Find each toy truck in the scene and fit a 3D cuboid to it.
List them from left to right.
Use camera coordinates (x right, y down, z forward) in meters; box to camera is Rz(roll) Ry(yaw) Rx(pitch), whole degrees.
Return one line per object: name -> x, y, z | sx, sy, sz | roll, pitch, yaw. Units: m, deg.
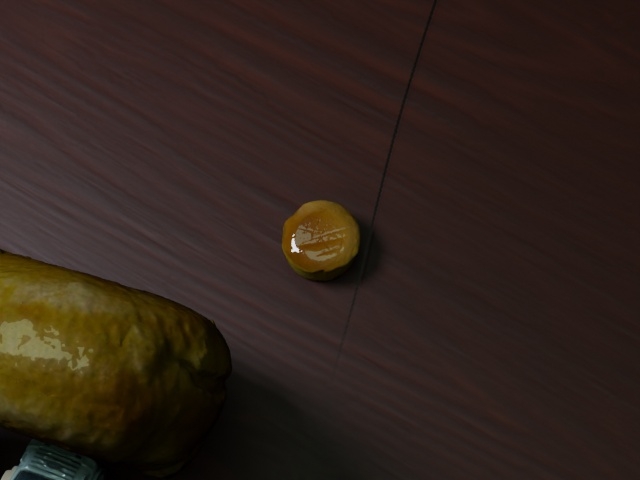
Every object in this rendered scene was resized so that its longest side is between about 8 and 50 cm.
toy truck -> -0.258, 0.278, 1.438 | 0.080, 0.177, 0.115 | 19, 38, 10

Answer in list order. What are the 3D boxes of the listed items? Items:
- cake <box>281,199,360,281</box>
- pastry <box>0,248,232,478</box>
cake -> 0.000, 0.000, 1.637 | 0.084, 0.044, 0.084 | 0, 68, 0
pastry -> -0.238, 0.101, 1.443 | 0.356, 0.356, 0.163 | 22, 87, 11
